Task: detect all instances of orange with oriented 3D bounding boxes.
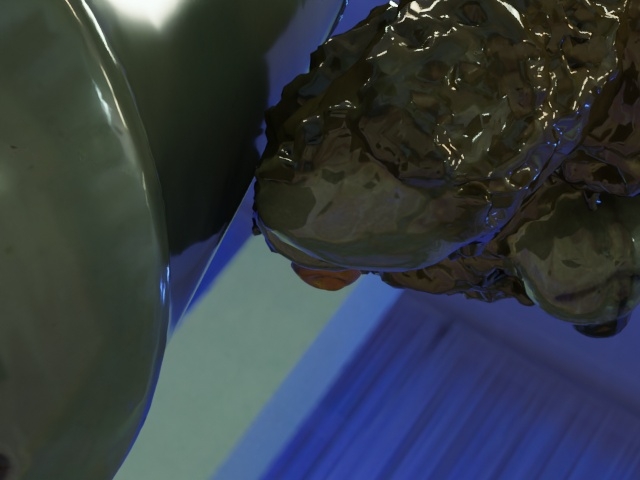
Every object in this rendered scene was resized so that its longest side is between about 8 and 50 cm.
[{"bbox_3d":[0.000,0.000,1.286,0.086,0.062,0.086,14,-74,55],"label":"orange"}]

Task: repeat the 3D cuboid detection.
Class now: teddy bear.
[{"bbox_3d":[0.081,-0.047,0.537,0.256,0.267,0.156,120,-41,-64],"label":"teddy bear"}]

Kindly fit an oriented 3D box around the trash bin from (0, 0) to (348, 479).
[{"bbox_3d":[-0.143,-0.073,0.556,0.280,0.432,0.280,6,-62,12],"label":"trash bin"}]
